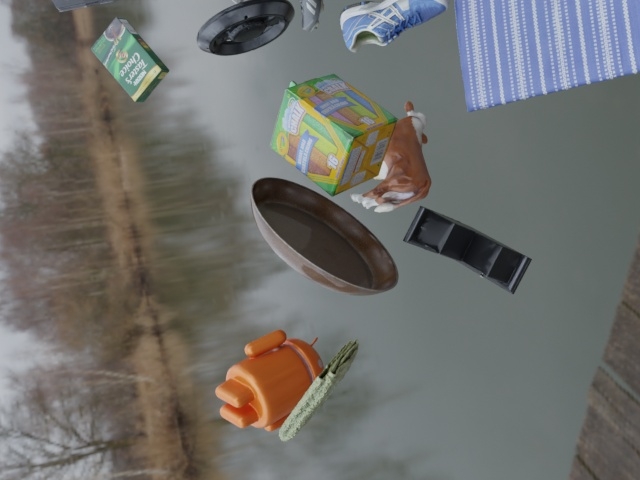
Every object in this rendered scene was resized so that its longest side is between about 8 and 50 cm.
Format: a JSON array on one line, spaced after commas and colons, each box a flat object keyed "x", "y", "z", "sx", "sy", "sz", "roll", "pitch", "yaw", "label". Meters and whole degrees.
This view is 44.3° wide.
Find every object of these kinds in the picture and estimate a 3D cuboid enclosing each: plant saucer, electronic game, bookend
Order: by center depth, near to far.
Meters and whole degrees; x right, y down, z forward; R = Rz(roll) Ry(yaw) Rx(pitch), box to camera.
[{"x": 0.260, "y": 0.017, "z": 1.390, "sx": 0.157, "sy": 0.156, "sz": 0.072, "roll": 34, "pitch": 102, "yaw": 45, "label": "bookend"}, {"x": 0.000, "y": 0.000, "z": 1.404, "sx": 0.050, "sy": 0.311, "sz": 0.310, "roll": -56, "pitch": 36, "yaw": 22, "label": "plant saucer"}, {"x": -0.166, "y": -0.476, "z": 1.751, "sx": 0.229, "sy": 0.229, "sz": 0.048, "roll": 140, "pitch": 111, "yaw": -71, "label": "electronic game"}]

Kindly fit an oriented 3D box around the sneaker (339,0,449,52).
[{"x": 0.137, "y": -0.404, "z": 1.453, "sx": 0.080, "sy": 0.211, "sz": 0.081, "roll": 31, "pitch": -126, "yaw": -56, "label": "sneaker"}]

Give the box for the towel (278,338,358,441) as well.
[{"x": 0.000, "y": 0.205, "z": 1.067, "sx": 0.027, "sy": 0.110, "sz": 0.148, "roll": 38, "pitch": 122, "yaw": 9, "label": "towel"}]

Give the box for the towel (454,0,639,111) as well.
[{"x": 0.398, "y": -0.370, "z": 1.343, "sx": 0.336, "sy": 0.040, "sz": 0.243, "roll": -9, "pitch": 81, "yaw": 31, "label": "towel"}]

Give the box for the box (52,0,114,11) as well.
[{"x": -0.376, "y": -0.579, "z": 1.259, "sx": 0.394, "sy": 0.319, "sz": 0.097, "roll": 66, "pitch": -152, "yaw": -47, "label": "box"}]

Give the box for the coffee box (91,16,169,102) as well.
[{"x": -0.463, "y": -0.439, "z": 1.910, "sx": 0.184, "sy": 0.113, "sz": 0.040, "roll": 51, "pitch": -159, "yaw": 8, "label": "coffee box"}]

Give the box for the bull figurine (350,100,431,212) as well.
[{"x": 0.157, "y": -0.180, "z": 1.725, "sx": 0.101, "sy": 0.189, "sz": 0.310, "roll": 55, "pitch": -160, "yaw": -34, "label": "bull figurine"}]

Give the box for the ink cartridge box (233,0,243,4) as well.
[{"x": -0.260, "y": -0.709, "z": 1.890, "sx": 0.131, "sy": 0.226, "sz": 0.306, "roll": -47, "pitch": 28, "yaw": 12, "label": "ink cartridge box"}]

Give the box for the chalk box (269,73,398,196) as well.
[{"x": 0.005, "y": -0.203, "z": 1.400, "sx": 0.213, "sy": 0.132, "sz": 0.132, "roll": 39, "pitch": 134, "yaw": 24, "label": "chalk box"}]

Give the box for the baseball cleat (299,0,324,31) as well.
[{"x": -0.036, "y": -0.525, "z": 1.622, "sx": 0.205, "sy": 0.110, "sz": 0.072, "roll": 108, "pitch": 156, "yaw": -46, "label": "baseball cleat"}]

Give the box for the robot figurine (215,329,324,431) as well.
[{"x": -0.082, "y": 0.255, "z": 1.433, "sx": 0.158, "sy": 0.219, "sz": 0.128, "roll": 58, "pitch": 143, "yaw": 10, "label": "robot figurine"}]
